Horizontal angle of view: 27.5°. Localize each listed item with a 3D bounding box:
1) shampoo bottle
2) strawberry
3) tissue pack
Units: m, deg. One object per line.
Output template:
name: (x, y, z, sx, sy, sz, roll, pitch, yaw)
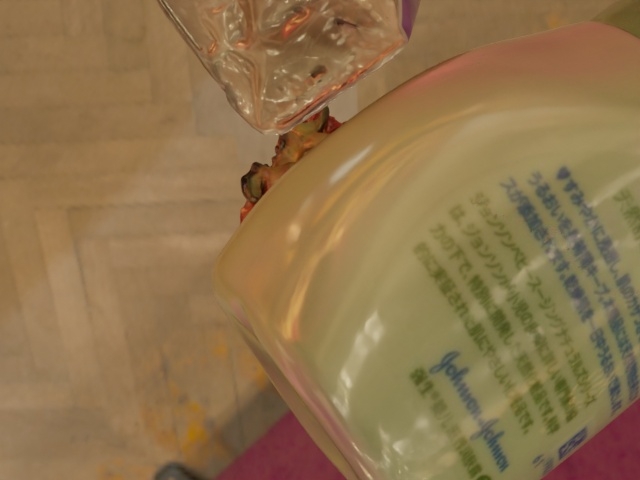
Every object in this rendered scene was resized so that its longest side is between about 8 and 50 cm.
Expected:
shampoo bottle: (0.130, -0.018, 0.649, 0.349, 0.151, 0.222, -37, 122, -7)
strawberry: (0.000, 0.000, 1.589, 0.137, 0.233, 0.306, 12, 137, 17)
tissue pack: (-0.027, -0.257, 0.999, 0.160, 0.338, 0.242, -31, 108, 20)
